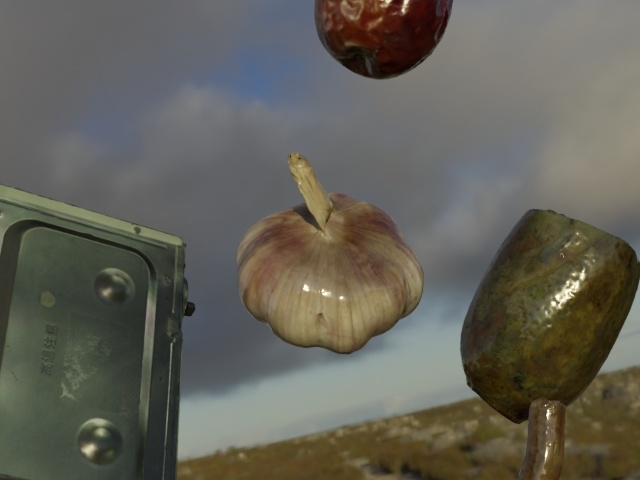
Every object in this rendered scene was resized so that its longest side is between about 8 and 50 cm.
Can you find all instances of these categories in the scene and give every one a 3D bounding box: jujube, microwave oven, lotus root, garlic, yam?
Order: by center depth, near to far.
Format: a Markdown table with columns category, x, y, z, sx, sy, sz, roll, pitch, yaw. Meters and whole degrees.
| category | x | y | z | sx | sy | sz | roll | pitch | yaw |
| --- | --- | --- | --- | --- | --- | --- | --- | --- | --- |
| microwave oven | -0.285 | 0.206 | 0.987 | 0.247 | 0.394 | 0.333 | 19 | -37 | -29 |
| jujube | 0.086 | -0.317 | 1.245 | 0.168 | 0.236 | 0.168 | 17 | -14 | 4 |
| garlic | 0.000 | 0.000 | 1.283 | 0.245 | 0.253 | 0.245 | -5 | 32 | 3 |
| yam | 0.276 | 0.323 | 1.301 | 0.056 | 0.241 | 0.057 | 11 | -11 | 2 |
| lotus root | 0.373 | 0.134 | 1.711 | 0.250 | 0.346 | 0.250 | 30 | -1 | 1 |
